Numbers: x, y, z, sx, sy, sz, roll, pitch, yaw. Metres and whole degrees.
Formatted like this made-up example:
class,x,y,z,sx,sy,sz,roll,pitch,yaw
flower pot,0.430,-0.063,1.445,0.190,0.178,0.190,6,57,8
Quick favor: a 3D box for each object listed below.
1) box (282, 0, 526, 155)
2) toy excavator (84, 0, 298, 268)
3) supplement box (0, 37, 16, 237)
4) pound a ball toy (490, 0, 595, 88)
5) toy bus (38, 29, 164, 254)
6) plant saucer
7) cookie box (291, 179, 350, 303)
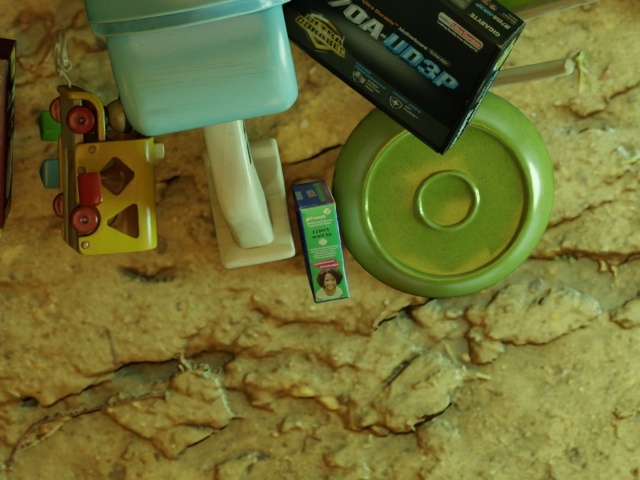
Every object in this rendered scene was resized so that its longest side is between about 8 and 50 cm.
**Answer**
class,x,y,z,sx,sy,sz,roll,pitch,yaw
box,0.074,-0.210,1.888,0.220,0.051,0.175,39,142,8
toy excavator,-0.106,-0.161,1.814,0.222,0.433,0.445,-9,101,0
supplement box,-0.357,-0.108,1.971,0.081,0.104,0.188,4,108,-5
pound a ball toy,0.212,-0.264,1.909,0.319,0.136,0.208,-13,116,33
toy bus,-0.212,-0.083,1.938,0.104,0.191,0.202,-4,147,-19
plant saucer,0.133,-0.046,2.053,0.241,0.037,0.241,-1,107,-2
cookie box,0.000,0.000,2.032,0.040,0.092,0.107,-11,109,-3
